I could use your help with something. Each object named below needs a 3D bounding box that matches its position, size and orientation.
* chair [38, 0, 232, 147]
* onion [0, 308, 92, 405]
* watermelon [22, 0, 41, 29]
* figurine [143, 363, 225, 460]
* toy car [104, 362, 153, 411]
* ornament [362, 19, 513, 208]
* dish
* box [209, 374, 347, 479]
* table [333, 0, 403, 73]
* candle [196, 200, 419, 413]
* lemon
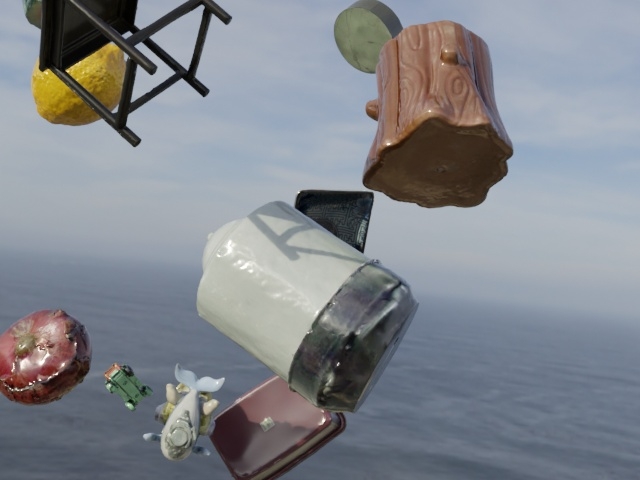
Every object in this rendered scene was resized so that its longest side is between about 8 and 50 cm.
[{"bbox_3d":[-0.242,-0.257,0.914,0.260,0.141,0.154,41,-34,6],"label":"chair"},{"bbox_3d":[-0.496,0.218,1.506,0.184,0.184,0.147,5,-34,6],"label":"onion"},{"bbox_3d":[-0.429,-0.389,1.415,0.202,0.136,0.207,30,-23,14],"label":"watermelon"},{"bbox_3d":[-0.254,0.332,1.592,0.128,0.208,0.184,19,17,-6],"label":"figurine"},{"bbox_3d":[-0.462,0.349,2.002,0.054,0.073,0.143,33,-19,35],"label":"toy car"},{"bbox_3d":[0.168,-0.189,1.250,0.221,0.217,0.235,-15,-36,24],"label":"ornament"},{"bbox_3d":[0.000,0.000,1.732,0.182,0.243,0.080,-1,22,-28],"label":"dish"},{"bbox_3d":[-0.102,0.405,1.830,0.294,0.193,0.167,-34,-15,-3],"label":"box"},{"bbox_3d":[0.091,-0.380,1.556,0.133,0.133,0.043,4,39,43],"label":"table"},{"bbox_3d":[-0.042,0.076,1.184,0.343,0.221,0.221,33,7,16],"label":"candle"},{"bbox_3d":[-0.391,-0.256,1.347,0.187,0.142,0.142,-34,-21,25],"label":"lemon"}]
